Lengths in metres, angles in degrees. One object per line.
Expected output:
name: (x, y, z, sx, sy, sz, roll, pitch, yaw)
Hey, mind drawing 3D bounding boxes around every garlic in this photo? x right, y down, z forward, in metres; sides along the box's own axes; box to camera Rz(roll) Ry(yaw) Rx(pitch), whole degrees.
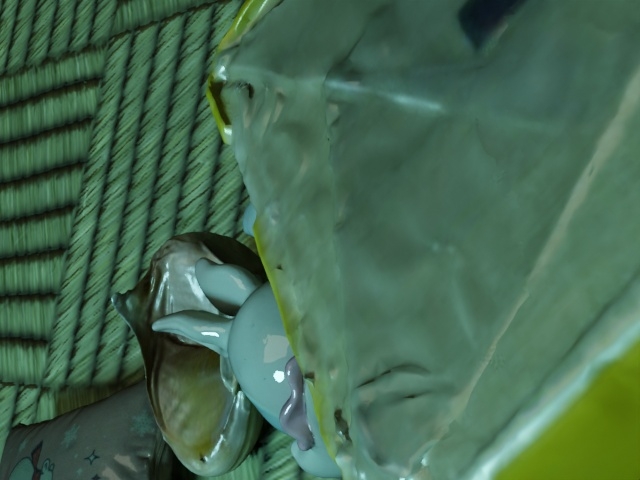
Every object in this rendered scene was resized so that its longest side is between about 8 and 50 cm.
garlic: (-0.079, 0.077, 0.963, 0.099, 0.124, 0.174, 0, 81, 19)

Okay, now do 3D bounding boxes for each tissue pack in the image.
tissue pack: (0.202, -0.033, 0.460, 0.293, 0.382, 0.228, -49, 46, 24)

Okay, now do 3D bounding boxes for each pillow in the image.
pillow: (-0.185, 0.229, 1.046, 0.223, 0.084, 0.236, -22, 55, 44)

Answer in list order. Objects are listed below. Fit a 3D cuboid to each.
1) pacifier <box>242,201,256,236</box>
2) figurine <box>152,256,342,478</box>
pacifier: (0.000, 0.000, 0.899, 0.127, 0.116, 0.150, -14, 61, 32)
figurine: (0.018, 0.078, 0.813, 0.235, 0.155, 0.127, 11, 73, 50)
